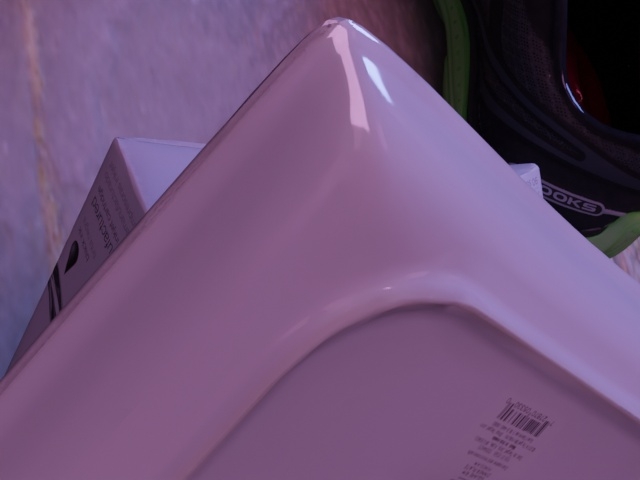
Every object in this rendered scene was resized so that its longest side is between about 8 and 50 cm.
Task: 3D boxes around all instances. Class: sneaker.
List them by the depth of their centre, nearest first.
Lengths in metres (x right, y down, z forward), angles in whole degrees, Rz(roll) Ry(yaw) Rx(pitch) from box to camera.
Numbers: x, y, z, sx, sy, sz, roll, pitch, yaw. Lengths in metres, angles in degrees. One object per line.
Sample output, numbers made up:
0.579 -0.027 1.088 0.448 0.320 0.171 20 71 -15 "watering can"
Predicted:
0.169 -0.224 0.836 0.185 0.202 0.482 -7 76 -40 "sneaker"

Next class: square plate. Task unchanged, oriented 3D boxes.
0.000 0.133 0.455 0.347 0.344 0.049 33 14 -45 "square plate"

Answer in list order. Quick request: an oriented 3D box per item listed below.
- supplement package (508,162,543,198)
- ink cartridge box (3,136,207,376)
0.077 0.054 0.674 0.105 0.105 0.179 -27 110 -57 "supplement package"
-0.074 0.070 0.516 0.082 0.190 0.139 5 43 -36 "ink cartridge box"
